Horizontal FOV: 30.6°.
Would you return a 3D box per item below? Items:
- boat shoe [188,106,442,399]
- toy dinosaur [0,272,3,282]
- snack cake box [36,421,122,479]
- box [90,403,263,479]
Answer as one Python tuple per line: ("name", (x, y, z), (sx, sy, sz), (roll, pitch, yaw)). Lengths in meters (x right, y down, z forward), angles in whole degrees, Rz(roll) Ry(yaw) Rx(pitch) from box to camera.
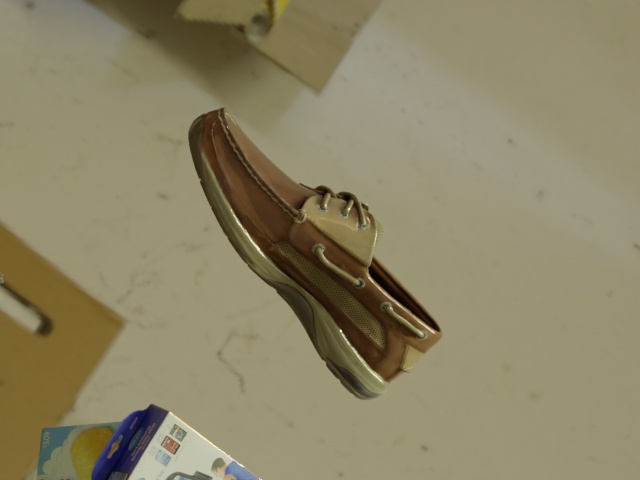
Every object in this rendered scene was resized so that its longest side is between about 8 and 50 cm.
("boat shoe", (0.000, 0.000, 1.081), (0.116, 0.324, 0.123), (-32, -155, 11))
("toy dinosaur", (-0.371, 0.041, 0.954), (0.121, 0.313, 0.160), (11, -126, 49))
("snack cake box", (-0.280, 0.367, 1.469), (0.089, 0.152, 0.264), (69, 18, -59))
("box", (-0.107, 0.181, 0.864), (0.028, 0.136, 0.081), (13, -114, 44))
